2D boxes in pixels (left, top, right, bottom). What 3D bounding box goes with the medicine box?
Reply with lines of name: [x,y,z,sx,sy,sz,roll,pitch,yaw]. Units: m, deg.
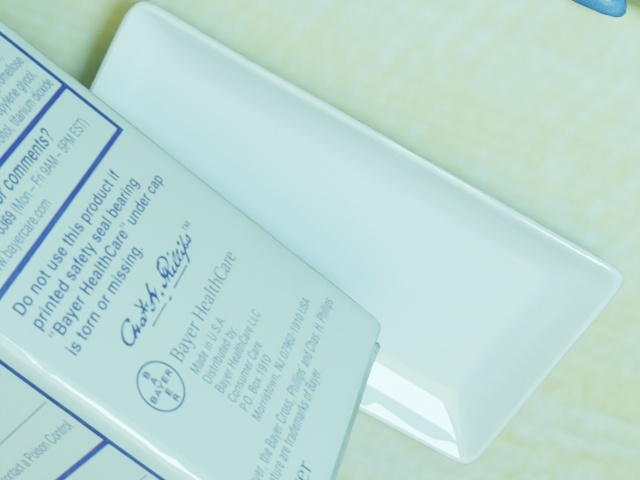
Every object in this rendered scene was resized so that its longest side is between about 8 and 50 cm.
medicine box: [-0.169,0.063,0.576,0.289,0.149,0.263,40,129,-13]

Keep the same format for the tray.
tray: [0.000,0.000,0.611,0.270,0.030,0.145,29,120,-8]

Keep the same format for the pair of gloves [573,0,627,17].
pair of gloves: [0.122,-0.193,0.490,0.159,0.023,0.198,18,121,-2]
